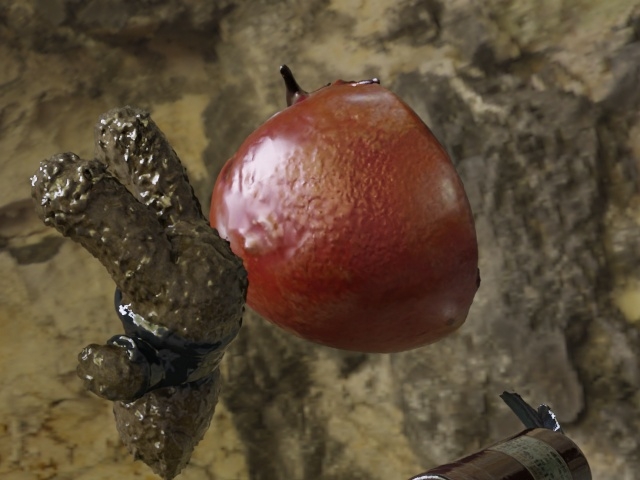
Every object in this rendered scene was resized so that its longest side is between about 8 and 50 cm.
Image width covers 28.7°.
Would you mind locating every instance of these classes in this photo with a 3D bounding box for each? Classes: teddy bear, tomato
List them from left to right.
[{"bbox_3d":[-0.111,0.041,0.863,0.182,0.129,0.251,-41,-53,-56],"label":"teddy bear"},{"bbox_3d":[-0.006,-0.001,1.202,0.170,0.309,0.308,-18,-87,-31],"label":"tomato"}]

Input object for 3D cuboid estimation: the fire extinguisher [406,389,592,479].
[{"bbox_3d":[0.117,0.150,0.800,0.099,0.071,0.231,56,-152,15],"label":"fire extinguisher"}]
